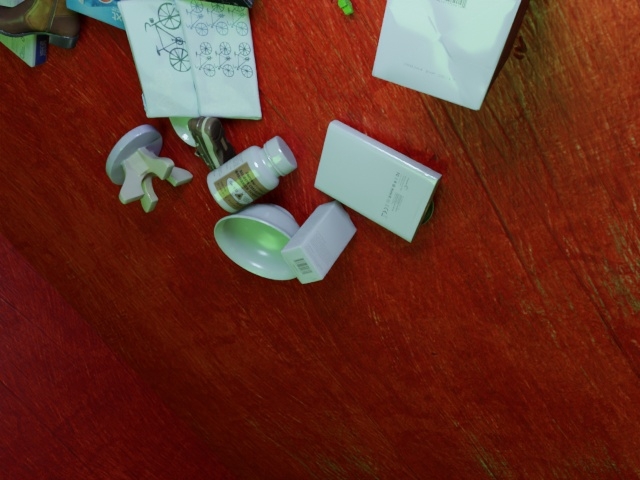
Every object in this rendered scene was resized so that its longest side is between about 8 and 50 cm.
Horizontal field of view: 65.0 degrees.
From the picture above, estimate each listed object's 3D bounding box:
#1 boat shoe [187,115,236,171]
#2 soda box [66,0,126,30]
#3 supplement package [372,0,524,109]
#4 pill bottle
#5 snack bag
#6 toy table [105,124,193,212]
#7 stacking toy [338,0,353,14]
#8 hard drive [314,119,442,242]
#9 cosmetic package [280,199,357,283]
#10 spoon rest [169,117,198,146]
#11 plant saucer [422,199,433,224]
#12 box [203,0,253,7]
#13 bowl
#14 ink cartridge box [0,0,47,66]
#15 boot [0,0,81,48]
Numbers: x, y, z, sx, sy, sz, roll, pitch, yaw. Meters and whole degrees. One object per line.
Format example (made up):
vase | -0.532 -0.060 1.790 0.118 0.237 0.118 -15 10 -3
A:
boat shoe | -0.312 -0.260 1.454 0.095 0.095 0.257 11 146 15
soda box | -0.557 -0.621 1.325 0.210 0.067 0.071 20 136 -1
supplement package | 0.245 -0.395 0.882 0.199 0.263 0.198 24 134 14
pill bottle | -0.186 -0.185 1.388 0.229 0.131 0.131 -29 109 15
snack bag | -0.332 -0.462 1.292 0.342 0.037 0.323 3 129 7
toy table | -0.550 -0.217 1.588 0.161 0.252 0.274 53 148 8
stacking toy | 0.073 -0.588 0.992 0.167 0.052 0.221 -9 122 40
hard drive | 0.135 -0.150 1.282 0.307 0.040 0.203 32 134 19
cosmetic package | 0.000 0.000 1.396 0.085 0.231 0.117 -15 116 40
spoon rest | -0.400 -0.390 1.436 0.137 0.084 0.276 -1 124 34
plant saucer | 0.217 -0.108 1.313 0.168 0.029 0.168 17 132 20
box | -0.261 -0.618 1.068 0.247 0.142 0.163 17 177 20
bowl | -0.163 -0.019 1.536 0.297 0.134 0.298 16 145 11
ink cartridge box | -0.960 -0.753 1.504 0.330 0.071 0.324 41 137 -1
boot | -0.777 -0.671 1.353 0.264 0.096 0.280 13 142 -25
